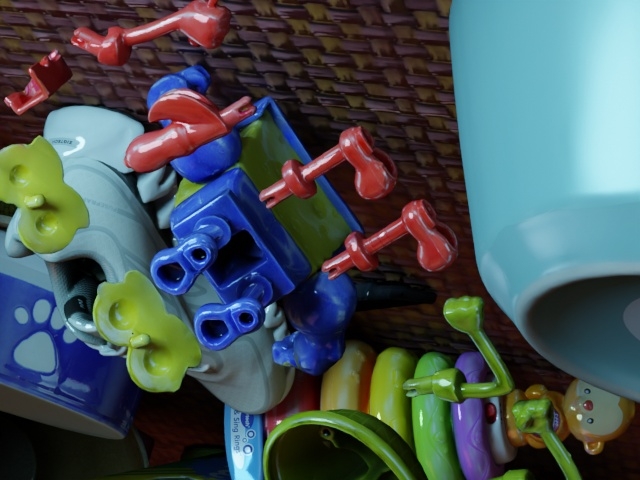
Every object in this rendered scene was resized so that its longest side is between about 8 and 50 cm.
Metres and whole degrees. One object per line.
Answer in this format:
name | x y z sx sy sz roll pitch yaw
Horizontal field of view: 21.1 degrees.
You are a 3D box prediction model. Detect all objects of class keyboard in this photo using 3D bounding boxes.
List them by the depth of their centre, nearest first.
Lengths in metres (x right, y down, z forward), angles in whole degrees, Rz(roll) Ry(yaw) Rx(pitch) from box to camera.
keyboard | -0.013 0.036 1.279 0.192 0.038 0.100 -10 169 43

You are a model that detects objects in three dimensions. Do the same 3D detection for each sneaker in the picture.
sneaker | -0.117 0.041 1.178 0.110 0.118 0.292 -1 141 36

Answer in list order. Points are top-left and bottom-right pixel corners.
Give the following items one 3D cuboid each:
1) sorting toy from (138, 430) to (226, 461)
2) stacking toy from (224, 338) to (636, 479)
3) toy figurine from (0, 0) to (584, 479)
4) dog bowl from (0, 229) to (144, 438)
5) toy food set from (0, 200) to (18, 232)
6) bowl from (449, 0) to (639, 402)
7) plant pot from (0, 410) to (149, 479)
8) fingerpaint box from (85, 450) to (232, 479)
sorting toy | -0.074 0.298 1.767 0.365 0.126 0.127 15 157 -1
stacking toy | 0.090 0.144 1.316 0.302 0.175 0.166 -7 160 17
toy figurine | 0.000 0.000 0.994 0.191 0.217 0.362 -33 102 21
dog bowl | -0.258 0.065 1.332 0.265 0.104 0.265 17 167 4
toy food set | -0.201 -0.003 1.298 0.132 0.038 0.192 13 166 21
bowl | 0.198 -0.018 0.850 0.311 0.163 0.311 14 157 6
plant pot | -0.312 0.236 1.696 0.237 0.237 0.254 24 170 -18
fingerpaint box | -0.030 0.328 1.441 0.445 0.163 0.371 17 -166 40
